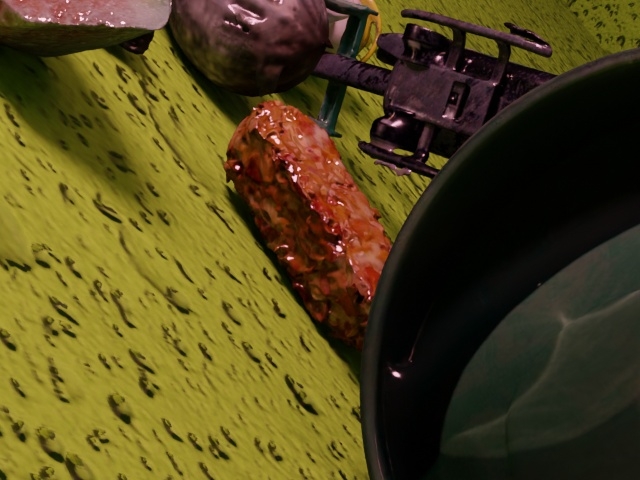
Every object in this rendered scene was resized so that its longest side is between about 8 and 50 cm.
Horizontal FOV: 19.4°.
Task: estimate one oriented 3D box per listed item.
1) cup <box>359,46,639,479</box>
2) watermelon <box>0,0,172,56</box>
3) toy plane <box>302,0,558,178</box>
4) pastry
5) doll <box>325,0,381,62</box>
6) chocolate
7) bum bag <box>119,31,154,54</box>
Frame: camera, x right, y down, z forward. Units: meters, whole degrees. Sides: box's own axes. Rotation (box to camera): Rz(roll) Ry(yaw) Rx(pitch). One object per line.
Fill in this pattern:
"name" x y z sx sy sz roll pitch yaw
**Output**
"cup" 0.247 0.132 0.961 0.392 0.310 0.401 26 36 -61
"watermelon" -0.149 -0.142 0.976 0.094 0.081 0.180 25 20 -33
"toy plane" 0.084 -0.088 1.222 0.382 0.106 0.155 20 4 41
"pastry" 0.002 0.000 1.060 0.087 0.063 0.169 6 48 -54
"doll" -0.018 -0.177 1.386 0.129 0.081 0.207 18 -3 34
"chocolate" -0.077 -0.194 1.235 0.248 0.110 0.110 58 18 19
"bum bag" -0.167 -0.177 1.099 0.159 0.026 0.109 32 20 -40
